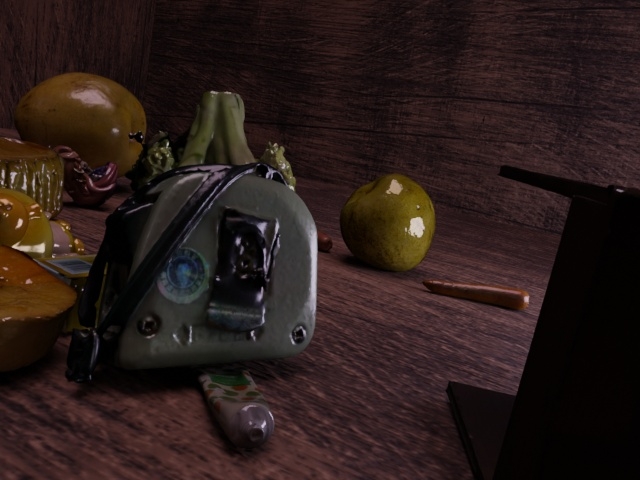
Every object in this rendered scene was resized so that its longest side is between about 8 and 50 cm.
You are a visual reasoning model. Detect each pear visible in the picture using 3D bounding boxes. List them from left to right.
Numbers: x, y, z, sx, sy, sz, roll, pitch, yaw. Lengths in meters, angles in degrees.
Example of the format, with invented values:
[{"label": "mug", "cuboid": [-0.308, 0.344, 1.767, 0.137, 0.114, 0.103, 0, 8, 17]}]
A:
[{"label": "pear", "cuboid": [-0.614, -0.288, 1.512, 0.314, 0.314, 0.314, 10, 10, -2]}, {"label": "pear", "cuboid": [0.140, -0.030, 1.178, 0.197, 0.197, 0.197, 10, 10, -2]}]

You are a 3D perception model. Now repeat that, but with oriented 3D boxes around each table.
[{"label": "table", "cuboid": [0.226, 0.084, 0.450, 0.196, 0.250, 0.282, 10, 11, 1]}]

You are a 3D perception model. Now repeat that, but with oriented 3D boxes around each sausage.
[{"label": "sausage", "cuboid": [0.000, 0.000, 1.267, 0.034, 0.034, 0.083, 6, 11, -23]}]

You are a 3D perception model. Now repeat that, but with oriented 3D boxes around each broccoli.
[{"label": "broccoli", "cuboid": [-0.208, -0.139, 1.116, 0.348, 0.281, 0.293, 7, 4, 39]}]

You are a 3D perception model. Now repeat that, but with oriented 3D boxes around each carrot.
[{"label": "carrot", "cuboid": [0.275, 0.094, 1.047, 0.190, 0.037, 0.037, 8, 10, 8]}]

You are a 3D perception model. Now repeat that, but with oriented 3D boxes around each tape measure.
[{"label": "tape measure", "cuboid": [-0.113, 0.021, 0.564, 0.235, 0.207, 0.115, 4, -1, -36]}]

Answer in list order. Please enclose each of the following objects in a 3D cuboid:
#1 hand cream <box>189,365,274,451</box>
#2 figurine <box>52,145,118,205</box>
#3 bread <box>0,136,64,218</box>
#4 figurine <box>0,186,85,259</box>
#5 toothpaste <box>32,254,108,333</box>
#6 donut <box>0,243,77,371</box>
[{"label": "hand cream", "cuboid": [-0.075, 0.134, 0.506, 0.057, 0.037, 0.165, 7, 5, -21]}, {"label": "figurine", "cuboid": [-0.510, -0.132, 1.249, 0.126, 0.114, 0.157, -1, -13, 33]}, {"label": "bread", "cuboid": [-0.577, -0.108, 1.004, 0.227, 0.142, 0.253, 15, 8, 29]}, {"label": "figurine", "cuboid": [-0.372, -0.001, 0.714, 0.156, 0.131, 0.246, 52, 0, 7]}, {"label": "toothpaste", "cuboid": [-0.190, 0.048, 0.729, 0.089, 0.071, 0.313, 15, 11, 35]}, {"label": "donut", "cuboid": [-0.317, 0.057, 0.519, 0.190, 0.074, 0.174, 23, 8, 12]}]
